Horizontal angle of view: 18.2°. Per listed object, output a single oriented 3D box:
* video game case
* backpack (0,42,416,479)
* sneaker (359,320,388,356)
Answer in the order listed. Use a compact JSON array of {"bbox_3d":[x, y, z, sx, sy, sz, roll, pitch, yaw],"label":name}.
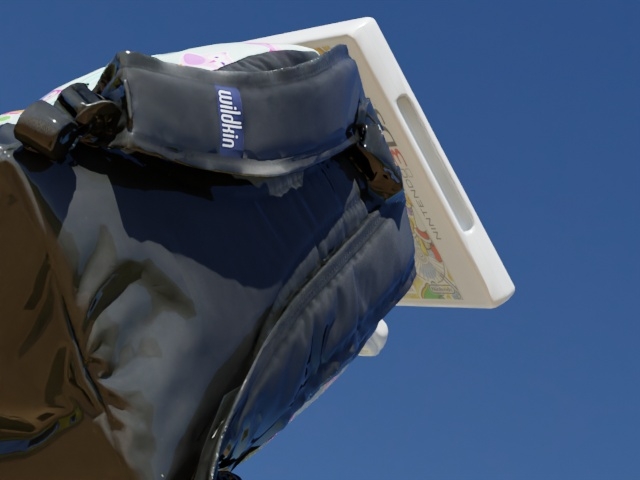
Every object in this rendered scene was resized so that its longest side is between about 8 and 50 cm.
[{"bbox_3d":[0.015,-0.046,1.354,0.227,0.026,0.206,-1,-59,60],"label":"video game case"},{"bbox_3d":[-0.049,0.002,0.630,0.115,0.182,0.152,-2,-69,32],"label":"backpack"},{"bbox_3d":[0.000,0.000,1.605,0.090,0.115,0.232,12,-31,46],"label":"sneaker"}]
